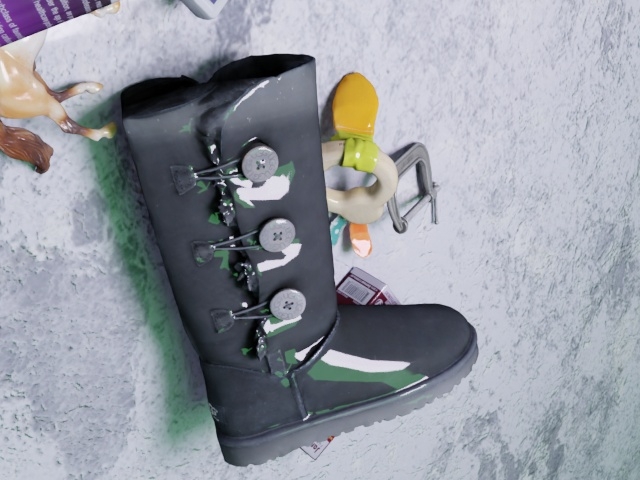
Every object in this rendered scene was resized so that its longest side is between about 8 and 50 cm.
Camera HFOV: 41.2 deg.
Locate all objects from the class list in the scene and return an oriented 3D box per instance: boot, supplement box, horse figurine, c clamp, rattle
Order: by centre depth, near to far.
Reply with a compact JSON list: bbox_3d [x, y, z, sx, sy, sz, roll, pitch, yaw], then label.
[{"bbox_3d":[-0.260,-0.184,0.775,0.175,0.066,0.263,-1,107,-48],"label":"horse figurine"},{"bbox_3d":[-0.002,0.001,0.975,0.367,0.146,0.445,-21,113,-21],"label":"boot"},{"bbox_3d":[0.037,-0.089,1.098,0.130,0.142,0.199,-19,145,5],"label":"rattle"},{"bbox_3d":[0.130,-0.061,1.164,0.161,0.022,0.137,-34,124,-52],"label":"c clamp"},{"bbox_3d":[0.021,0.170,1.176,0.239,0.073,0.130,-49,133,-10],"label":"supplement box"}]

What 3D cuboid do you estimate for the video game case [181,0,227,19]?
[{"bbox_3d":[-0.128,-0.424,0.771,0.329,0.036,0.300,42,74,-44],"label":"video game case"}]

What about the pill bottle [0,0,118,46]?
[{"bbox_3d":[-0.259,-0.232,0.619,0.323,0.181,0.181,-24,126,-9],"label":"pill bottle"}]
